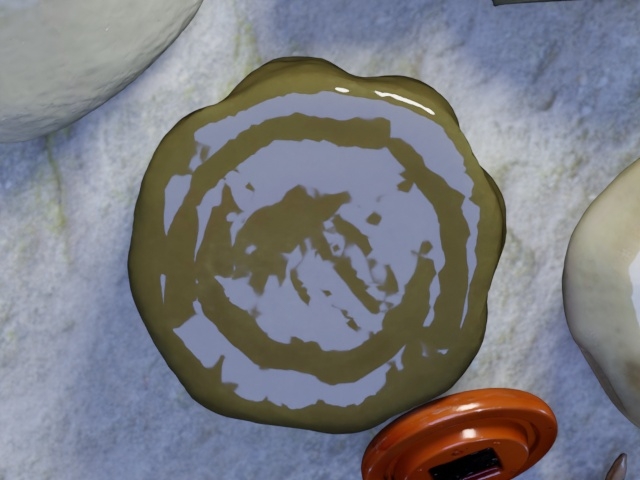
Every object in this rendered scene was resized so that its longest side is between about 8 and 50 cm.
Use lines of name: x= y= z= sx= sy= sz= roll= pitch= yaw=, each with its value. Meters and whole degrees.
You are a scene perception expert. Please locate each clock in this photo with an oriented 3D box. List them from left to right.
clock: x=0.141 y=0.214 z=1.883 sx=0.205 sy=0.205 sz=0.051 roll=-22 pitch=58 yaw=7

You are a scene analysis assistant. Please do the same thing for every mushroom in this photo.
mushroom: x=0.401 y=0.021 z=1.787 sx=0.353 sy=0.353 sz=0.325 roll=-9 pitch=68 yaw=5

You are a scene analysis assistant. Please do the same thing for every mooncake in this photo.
mooncake: x=0.000 y=0.000 z=1.853 sx=0.378 sy=0.201 sz=0.378 roll=1 pitch=104 yaw=4

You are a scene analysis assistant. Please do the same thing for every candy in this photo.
candy: x=-0.295 y=-0.306 z=1.828 sx=0.427 sy=0.186 sz=0.386 roll=-27 pitch=94 yaw=1

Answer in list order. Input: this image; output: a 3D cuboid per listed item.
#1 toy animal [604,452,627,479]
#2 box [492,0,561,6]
toy animal: x=0.213 y=0.286 z=1.931 sx=0.185 sy=0.104 sz=0.184 roll=14 pitch=102 yaw=6
box: x=0.259 y=-0.324 z=1.725 sx=0.231 sy=0.149 sz=0.155 roll=4 pitch=132 yaw=42
